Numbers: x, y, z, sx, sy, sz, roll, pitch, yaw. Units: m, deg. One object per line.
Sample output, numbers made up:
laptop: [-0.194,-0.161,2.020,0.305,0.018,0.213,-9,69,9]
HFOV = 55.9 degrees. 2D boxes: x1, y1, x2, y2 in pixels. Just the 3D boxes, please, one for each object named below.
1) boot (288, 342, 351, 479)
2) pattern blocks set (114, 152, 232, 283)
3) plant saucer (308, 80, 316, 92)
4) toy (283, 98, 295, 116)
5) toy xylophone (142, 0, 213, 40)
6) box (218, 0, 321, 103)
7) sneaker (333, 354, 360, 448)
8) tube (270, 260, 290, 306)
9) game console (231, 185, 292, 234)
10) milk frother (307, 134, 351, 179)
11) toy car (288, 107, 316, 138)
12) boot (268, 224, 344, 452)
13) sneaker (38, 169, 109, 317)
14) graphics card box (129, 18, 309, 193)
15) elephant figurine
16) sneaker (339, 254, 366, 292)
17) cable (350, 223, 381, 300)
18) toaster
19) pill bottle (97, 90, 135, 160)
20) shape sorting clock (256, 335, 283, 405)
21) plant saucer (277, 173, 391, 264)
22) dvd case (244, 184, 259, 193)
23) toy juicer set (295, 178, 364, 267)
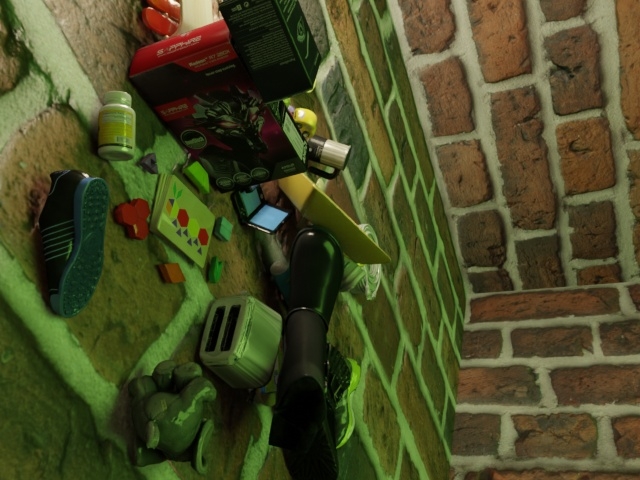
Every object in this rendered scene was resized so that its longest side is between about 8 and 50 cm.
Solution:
boot: [0.004,0.481,1.658,0.260,0.131,0.347,-55,143,-65]
pattern blocks set: [-0.291,-0.043,1.272,0.324,0.026,0.285,59,33,-44]
plant saucer: [-0.078,-0.583,1.901,0.241,0.037,0.240,-7,90,-66]
toy: [-0.114,-0.374,1.735,0.237,0.056,0.136,-17,101,-66]
toy xylophone: [-0.292,-0.541,1.341,0.236,0.081,0.322,27,60,-63]
box: [-0.089,-0.395,1.158,0.153,0.108,0.207,-80,151,-51]
sneaker: [0.035,0.476,1.808,0.121,0.111,0.299,40,44,-36]
tube: [-0.083,0.144,1.680,0.080,0.052,0.207,-60,144,-35]
game console: [-0.147,-0.093,1.544,0.144,0.085,0.124,-55,133,-58]
milk frother: [0.027,-0.279,1.932,0.143,0.135,0.129,-62,169,-49]
toy car: [-0.081,-0.400,1.688,0.239,0.053,0.224,-16,96,-62]
boot: [-0.034,0.211,1.420,0.445,0.146,0.366,-75,168,-65]
sneaker: [-0.401,0.003,0.957,0.081,0.091,0.232,-1,106,-68]
graphics card box: [-0.200,-0.269,1.287,0.371,0.233,0.094,57,28,-47]
elephant figurine: [-0.256,0.354,1.107,0.186,0.169,0.239,-27,129,-35]
sneaker: [0.029,0.094,1.727,0.105,0.281,0.115,-41,94,-31]
cable: [0.149,0.069,2.175,0.257,0.089,0.257,-47,125,-62]
toaster: [-0.178,0.227,1.336,0.146,0.129,0.226,50,41,-45]
pill bottle: [-0.368,-0.207,1.092,0.065,0.065,0.116,22,64,-64]
shape sorting clock: [-0.134,0.310,1.514,0.206,0.040,0.206,-8,90,-71]
plant saucer: [0.015,-0.074,1.684,0.333,0.081,0.332,42,5,-30]
dvd case: [-0.197,-0.266,1.532,0.253,0.022,0.180,68,27,-21]
toy juicer set: [0.000,0.000,1.885,0.209,0.090,0.329,-46,115,-36]
